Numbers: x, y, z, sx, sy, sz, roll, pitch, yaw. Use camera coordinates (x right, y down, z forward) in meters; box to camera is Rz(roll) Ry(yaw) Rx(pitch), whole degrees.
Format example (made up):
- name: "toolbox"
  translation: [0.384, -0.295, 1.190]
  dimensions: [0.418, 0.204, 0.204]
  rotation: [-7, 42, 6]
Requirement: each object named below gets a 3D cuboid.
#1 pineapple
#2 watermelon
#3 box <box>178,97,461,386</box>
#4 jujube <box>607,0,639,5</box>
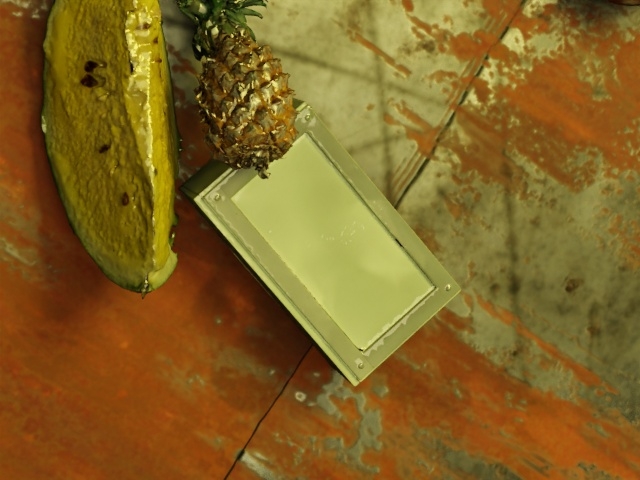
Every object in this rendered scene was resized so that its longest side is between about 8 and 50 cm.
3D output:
- name: "pineapple"
  translation: [-0.063, -0.152, 1.489]
  dimensions: [0.103, 0.083, 0.221]
  rotation: [-23, 63, 25]
- name: "watermelon"
  translation: [-0.167, -0.104, 1.491]
  dimensions: [0.123, 0.129, 0.301]
  rotation: [-5, 94, -16]
- name: "box"
  translation: [0.000, 0.000, 1.573]
  dimensions: [0.129, 0.086, 0.225]
  rotation: [-42, 106, -5]
- name: "jujube"
  translation: [0.311, -0.319, 1.583]
  dimensions: [0.168, 0.168, 0.236]
  rotation: [44, 71, -16]
